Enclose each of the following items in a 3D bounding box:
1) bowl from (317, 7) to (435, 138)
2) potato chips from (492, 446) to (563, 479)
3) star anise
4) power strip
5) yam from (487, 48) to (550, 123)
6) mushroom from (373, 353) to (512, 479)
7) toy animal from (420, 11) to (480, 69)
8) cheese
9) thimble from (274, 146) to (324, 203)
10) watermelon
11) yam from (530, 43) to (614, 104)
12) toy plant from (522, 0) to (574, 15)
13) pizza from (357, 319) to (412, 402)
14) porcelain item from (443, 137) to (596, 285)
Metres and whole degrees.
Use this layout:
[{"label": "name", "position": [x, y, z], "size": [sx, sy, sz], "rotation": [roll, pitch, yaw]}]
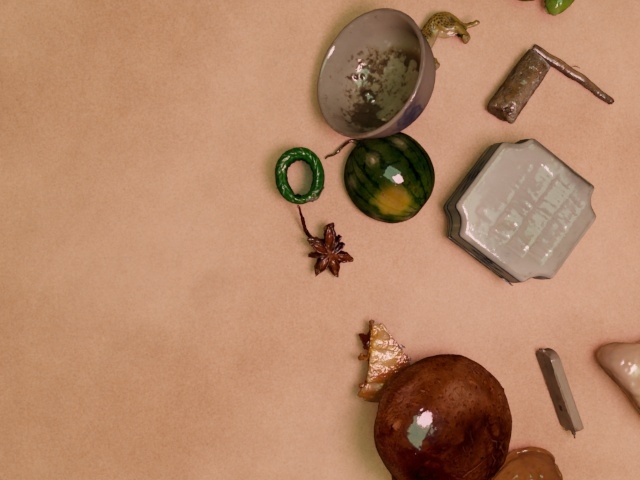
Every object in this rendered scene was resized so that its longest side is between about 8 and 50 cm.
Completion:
[{"label": "bowl", "position": [0.146, -0.348, 1.623], "size": [0.289, 0.146, 0.289], "rotation": [-11, 73, 39]}, {"label": "potato chips", "position": [0.464, 0.573, 1.713], "size": [0.195, 0.062, 0.208], "rotation": [19, 88, -9]}, {"label": "star anise", "position": [0.000, 0.000, 1.674], "size": [0.097, 0.070, 0.190], "rotation": [-27, 111, 0]}, {"label": "power strip", "position": [0.559, 0.353, 1.708], "size": [0.029, 0.080, 0.226], "rotation": [-20, 92, -8]}, {"label": "yam", "position": [0.462, -0.357, 1.700], "size": [0.078, 0.078, 0.179], "rotation": [37, 87, -3]}, {"label": "mushroom", "position": [0.280, 0.413, 1.613], "size": [0.239, 0.345, 0.345], "rotation": [21, 89, 34]}, {"label": "toy animal", "position": [0.259, -0.475, 1.691], "size": [0.181, 0.073, 0.136], "rotation": [-45, 82, 2]}, {"label": "cheese", "position": [0.763, 0.334, 1.672], "size": [0.251, 0.173, 0.247], "rotation": [-2, 82, -4]}, {"label": "thimble", "position": [-0.046, -0.144, 1.664], "size": [0.118, 0.090, 0.130], "rotation": [-28, 91, 0]}, {"label": "watermelon", "position": [0.153, -0.154, 1.659], "size": [0.204, 0.127, 0.232], "rotation": [-33, 87, 1]}, {"label": "yam", "position": [0.597, -0.393, 1.732], "size": [0.234, 0.027, 0.029], "rotation": [33, 62, -4]}, {"label": "toy plant", "position": [0.570, -0.651, 1.676], "size": [0.316, 0.184, 0.224], "rotation": [-24, 87, 13]}, {"label": "pizza", "position": [0.141, 0.273, 1.688], "size": [0.154, 0.069, 0.193], "rotation": [-14, 90, -4]}, {"label": "porcelain item", "position": [0.444, -0.064, 1.659], "size": [0.281, 0.157, 0.286], "rotation": [36, 88, -5]}]
